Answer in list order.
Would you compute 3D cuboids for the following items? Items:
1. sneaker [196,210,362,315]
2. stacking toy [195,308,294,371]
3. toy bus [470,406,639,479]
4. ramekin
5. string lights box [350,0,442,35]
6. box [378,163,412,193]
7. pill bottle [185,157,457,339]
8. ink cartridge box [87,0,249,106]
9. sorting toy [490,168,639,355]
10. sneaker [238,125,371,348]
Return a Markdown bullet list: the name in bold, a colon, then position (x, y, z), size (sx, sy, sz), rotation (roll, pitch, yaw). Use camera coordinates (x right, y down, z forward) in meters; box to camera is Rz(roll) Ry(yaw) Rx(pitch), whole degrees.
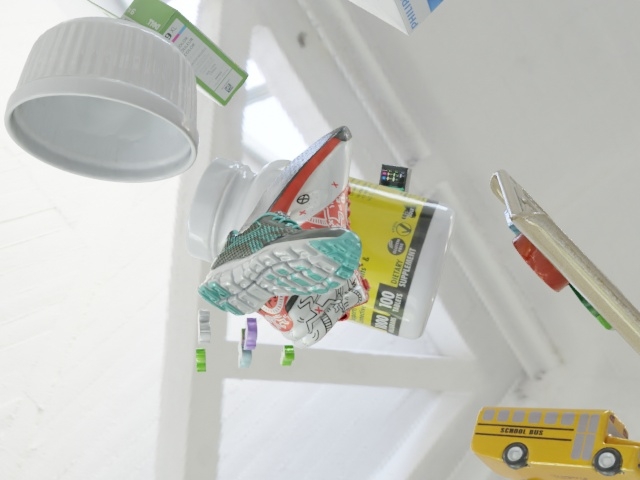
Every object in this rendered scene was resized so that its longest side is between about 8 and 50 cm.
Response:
- **sneaker**: position (-0.033, 0.005, 0.717), size (0.065, 0.166, 0.076), rotation (38, -127, -34)
- **stacking toy**: position (-0.117, 0.172, 1.472), size (0.167, 0.221, 0.052), rotation (0, -118, -10)
- **toy bus**: position (0.446, 0.383, 1.664), size (0.108, 0.333, 0.130), rotation (46, -127, -34)
- **ramekin**: position (-0.233, -0.155, 1.003), size (0.207, 0.207, 0.109), rotation (20, -116, -32)
- **string lights box**: position (0.149, -0.403, 1.177), size (0.259, 0.133, 0.077), rotation (-46, -35, -5)
- **box**: position (0.136, -0.097, 1.677), size (0.062, 0.052, 0.083), rotation (-3, -79, -77)
- **pill bottle**: position (0.000, 0.000, 1.214), size (0.334, 0.188, 0.187), rotation (16, -107, 10)
- **ink cartridge box**: position (-0.203, -0.274, 1.225), size (0.062, 0.109, 0.209), rotation (-53, -46, 1)
- **sorting toy**: position (0.268, 0.068, 0.832), size (0.041, 0.229, 0.307), rotation (-44, -84, 12)
- **sneaker**: position (0.001, -0.003, 0.991), size (0.145, 0.090, 0.270), rotation (46, -136, -13)
